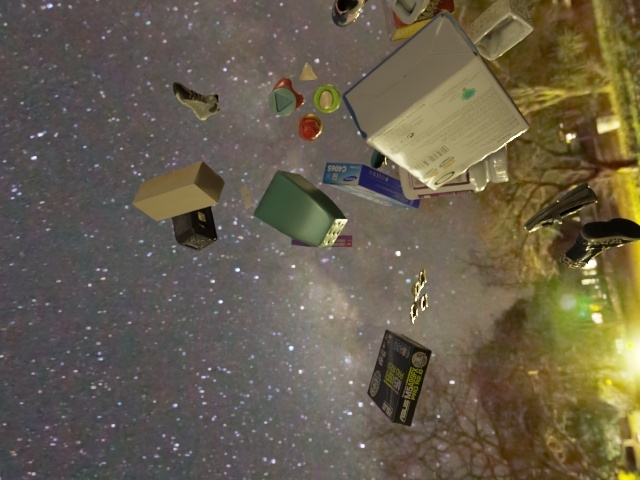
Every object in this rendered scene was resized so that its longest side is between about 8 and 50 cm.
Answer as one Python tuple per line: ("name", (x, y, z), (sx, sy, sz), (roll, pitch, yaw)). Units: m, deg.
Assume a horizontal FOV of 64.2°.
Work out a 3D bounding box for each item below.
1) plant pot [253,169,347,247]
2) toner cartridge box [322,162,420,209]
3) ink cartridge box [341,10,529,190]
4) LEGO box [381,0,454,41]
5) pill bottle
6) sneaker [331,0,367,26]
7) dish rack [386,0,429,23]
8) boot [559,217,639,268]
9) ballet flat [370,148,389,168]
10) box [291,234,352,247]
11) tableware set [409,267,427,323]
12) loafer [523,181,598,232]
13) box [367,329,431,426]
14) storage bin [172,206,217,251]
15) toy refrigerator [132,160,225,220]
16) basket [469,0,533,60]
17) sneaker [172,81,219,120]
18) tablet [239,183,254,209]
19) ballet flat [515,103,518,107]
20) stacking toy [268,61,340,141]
("plant pot", (-0.049, -0.086, 1.602), (0.165, 0.234, 0.166), (-60, -21, 14))
("toner cartridge box", (0.185, -0.184, 1.757), (0.348, 0.165, 0.075), (14, -93, -45))
("ink cartridge box", (0.277, -0.272, 1.136), (0.395, 0.270, 0.151), (23, -139, -49))
("LEGO box", (0.313, -0.941, 1.809), (0.500, 0.193, 0.372), (-74, -29, -73))
("pill bottle", (0.397, -0.220, 1.518), (0.169, 0.302, 0.169), (-5, -90, -69))
("sneaker", (0.088, -0.848, 1.829), (0.131, 0.319, 0.112), (-42, -83, -17))
("dish rack", (0.228, -0.747, 1.251), (0.285, 0.072, 0.333), (61, 159, 15))
("boot", (0.932, 0.013, 1.695), (0.178, 0.237, 0.085), (104, 159, -51))
("ballet flat", (0.216, -0.311, 1.736), (0.203, 0.074, 0.074), (93, 179, -68))
("box", (0.000, 0.000, 2.339), (0.201, 0.293, 0.057), (0, -89, -18))
("tableware set", (0.318, 0.178, 1.646), (0.169, 0.020, 0.141), (-36, -53, -56))
("loafer", (0.883, -0.105, 1.874), (0.084, 0.267, 0.096), (58, -163, 20))
("box", (0.224, 0.392, 1.496), (0.270, 0.060, 0.216), (-178, 106, -81))
("storage bin", (-0.440, -0.067, 1.769), (0.122, 0.084, 0.180), (28, -142, -54))
("toy refrigerator", (-0.420, -0.145, 1.511), (0.102, 0.270, 0.094), (43, -133, -41))
("basket", (0.558, -0.666, 1.587), (0.113, 0.167, 0.103), (19, -119, -27))
("sneaker", (-0.485, -0.582, 2.061), (0.229, 0.132, 0.086), (40, -141, -63))
("tablet", (-0.272, -0.162, 1.871), (0.006, 0.054, 0.083), (-8, -106, -47))
("ballet flat", (0.505, -0.415, 1.476), (0.168, 0.057, 0.052), (16, -113, -23))
("stacking toy", (-0.071, -0.628, 2.343), (0.309, 0.279, 0.130), (41, -155, -16))
